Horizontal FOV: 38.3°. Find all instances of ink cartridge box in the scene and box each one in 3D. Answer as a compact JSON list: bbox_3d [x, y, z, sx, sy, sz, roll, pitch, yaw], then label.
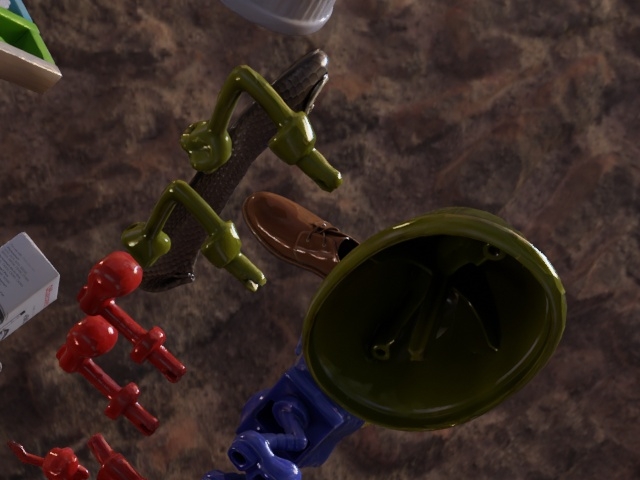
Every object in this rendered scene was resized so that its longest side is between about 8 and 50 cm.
[{"bbox_3d":[-0.468,0.096,1.281,0.203,0.148,0.086,-41,-91,-24],"label":"ink cartridge box"}]

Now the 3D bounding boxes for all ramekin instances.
[{"bbox_3d":[-0.070,-0.444,1.364,0.273,0.127,0.273,24,-140,-23],"label":"ramekin"}]

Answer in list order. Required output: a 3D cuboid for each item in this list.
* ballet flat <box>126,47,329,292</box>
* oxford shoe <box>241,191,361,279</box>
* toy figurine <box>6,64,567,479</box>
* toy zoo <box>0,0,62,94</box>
[{"bbox_3d":[-0.070,-0.051,0.759,0.058,0.084,0.250,41,-82,-1],"label":"ballet flat"},{"bbox_3d":[0.000,0.000,1.093,0.212,0.076,0.076,34,-118,8],"label":"oxford shoe"},{"bbox_3d":[0.001,0.043,0.527,0.191,0.362,0.217,41,-140,7],"label":"toy figurine"},{"bbox_3d":[-0.353,-0.268,0.803,0.030,0.192,0.293,-38,-112,16],"label":"toy zoo"}]
